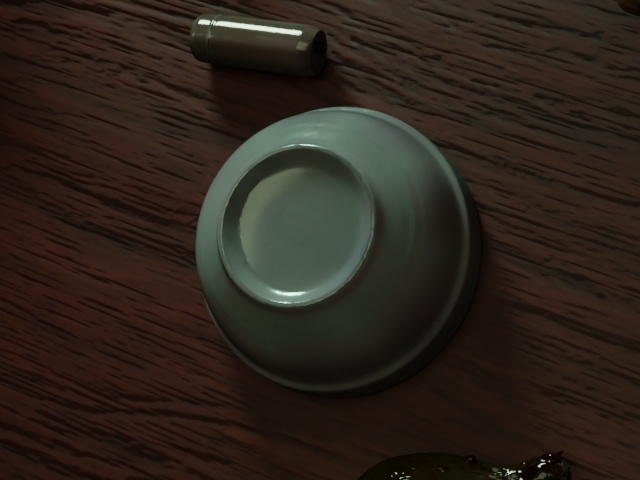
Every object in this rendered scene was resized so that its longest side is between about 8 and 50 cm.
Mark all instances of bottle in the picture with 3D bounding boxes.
[{"bbox_3d":[-0.065,-0.202,1.623,0.140,0.053,0.053,10,82,21],"label":"bottle"}]

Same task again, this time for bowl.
[{"bbox_3d":[0.000,0.000,1.508,0.286,0.144,0.287,-5,76,19],"label":"bowl"}]

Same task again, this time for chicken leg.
[{"bbox_3d":[0.084,0.292,1.454,0.177,0.083,0.322,34,93,14],"label":"chicken leg"}]

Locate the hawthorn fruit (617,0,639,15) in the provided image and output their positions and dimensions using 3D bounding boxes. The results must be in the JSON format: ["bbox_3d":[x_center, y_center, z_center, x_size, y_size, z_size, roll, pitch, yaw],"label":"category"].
[{"bbox_3d":[0.312,-0.261,1.496,0.066,0.067,0.103,-7,64,19],"label":"hawthorn fruit"}]
